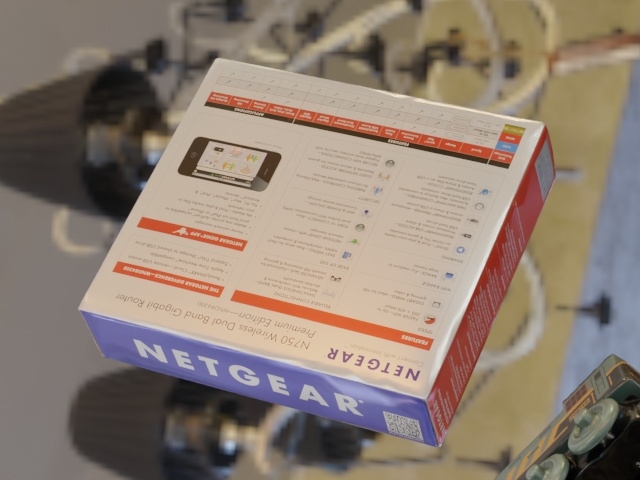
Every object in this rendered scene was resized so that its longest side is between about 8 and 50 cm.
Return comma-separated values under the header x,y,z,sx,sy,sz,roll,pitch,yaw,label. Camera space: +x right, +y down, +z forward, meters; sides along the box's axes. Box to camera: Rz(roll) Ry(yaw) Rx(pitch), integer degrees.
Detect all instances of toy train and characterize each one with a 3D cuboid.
x,y,z,sx,sy,sz,roll,pitch,yaw,label
0.290,0.282,2.316,0.142,0.334,0.190,38,-164,-10,toy train

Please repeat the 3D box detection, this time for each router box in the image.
x,y,z,sx,sy,sz,roll,pitch,yaw,label
0.000,0.000,1.776,0.082,0.335,0.301,72,-142,-52,router box
